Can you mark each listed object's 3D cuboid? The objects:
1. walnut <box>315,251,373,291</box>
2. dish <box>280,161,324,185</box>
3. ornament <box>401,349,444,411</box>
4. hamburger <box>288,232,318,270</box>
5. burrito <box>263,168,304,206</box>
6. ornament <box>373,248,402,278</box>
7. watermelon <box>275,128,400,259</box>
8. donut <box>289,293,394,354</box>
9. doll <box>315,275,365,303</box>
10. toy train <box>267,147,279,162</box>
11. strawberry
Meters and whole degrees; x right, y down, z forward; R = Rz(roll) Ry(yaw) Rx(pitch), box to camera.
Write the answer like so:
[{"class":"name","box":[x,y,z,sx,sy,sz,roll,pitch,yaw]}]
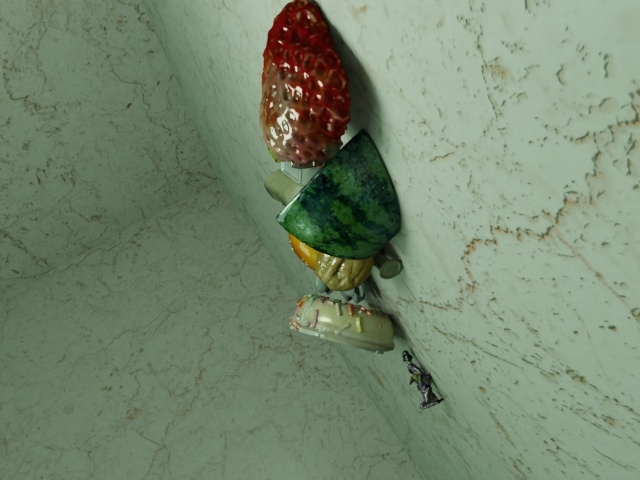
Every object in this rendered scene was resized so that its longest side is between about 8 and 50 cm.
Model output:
[{"class":"walnut","box":[0.064,0.058,1.374,0.167,0.166,0.149,57,-151,8]},{"class":"dish","box":[-0.059,-0.256,1.407,0.154,0.064,0.234,38,139,34]},{"class":"ornament","box":[0.336,0.466,1.723,0.081,0.088,0.203,33,-149,-60]},{"class":"hamburger","box":[-0.001,-0.001,1.544,0.246,0.170,0.246,47,-163,-19]},{"class":"burrito","box":[-0.117,-0.175,1.901,0.299,0.105,0.143,39,161,53]},{"class":"ornament","box":[0.155,0.045,1.421,0.156,0.074,0.081,-136,33,-55]},{"class":"watermelon","box":[0.084,-0.120,1.235,0.250,0.293,0.283,-25,129,37]},{"class":"donut","box":[0.078,0.284,1.758,0.382,0.143,0.382,14,171,2]},{"class":"doll","box":[0.059,0.104,1.740,0.258,0.153,0.195,59,151,9]},{"class":"toy train","box":[-0.118,-0.297,1.739,0.085,0.053,0.249,55,170,-21]},{"class":"strawberry","box":[-0.057,-0.318,1.067,0.265,0.149,0.336,-161,61,-70]}]
